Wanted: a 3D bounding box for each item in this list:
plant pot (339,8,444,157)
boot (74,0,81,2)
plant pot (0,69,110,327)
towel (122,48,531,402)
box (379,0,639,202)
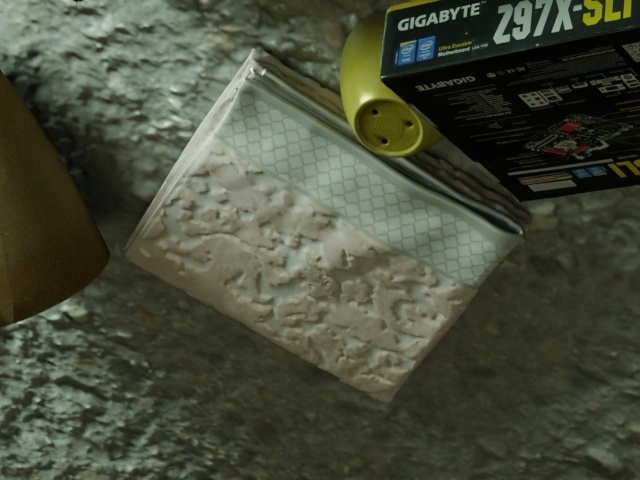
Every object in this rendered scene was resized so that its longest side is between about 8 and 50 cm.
[{"bbox_3d":[0.074,-0.131,1.611,0.134,0.095,0.134,9,132,11],"label":"plant pot"},{"bbox_3d":[-0.255,-0.358,1.460,0.260,0.131,0.348,27,151,-9],"label":"boot"},{"bbox_3d":[-0.359,-0.065,1.760,0.237,0.237,0.254,-6,112,24],"label":"plant pot"},{"bbox_3d":[0.000,0.000,1.783,0.332,0.053,0.317,31,133,-7],"label":"towel"},{"bbox_3d":[0.249,-0.134,1.470,0.322,0.079,0.257,-8,154,34],"label":"box"}]
